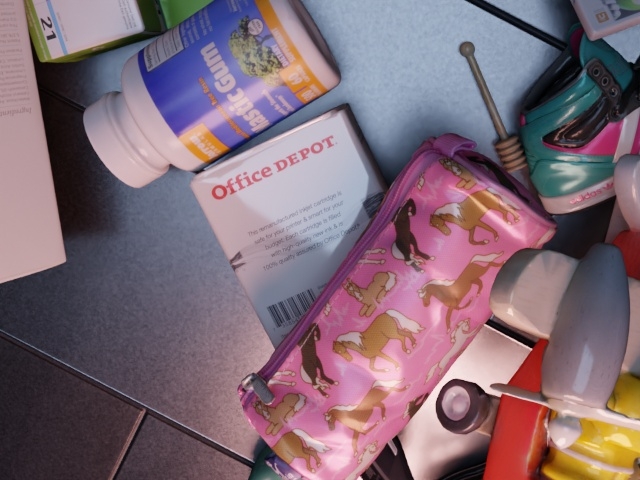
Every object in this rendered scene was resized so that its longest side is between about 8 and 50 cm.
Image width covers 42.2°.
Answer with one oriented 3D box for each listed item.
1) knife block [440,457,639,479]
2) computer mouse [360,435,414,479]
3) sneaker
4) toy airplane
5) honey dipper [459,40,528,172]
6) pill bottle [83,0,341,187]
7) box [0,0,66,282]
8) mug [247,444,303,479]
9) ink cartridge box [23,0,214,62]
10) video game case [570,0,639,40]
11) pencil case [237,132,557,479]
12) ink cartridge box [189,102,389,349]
[{"bbox_3d":[0.280,0.298,1.055,0.276,0.242,0.088,-35,102,-32],"label":"knife block"},{"bbox_3d":[0.087,0.307,1.065,0.060,0.184,0.262,-29,61,-23],"label":"computer mouse"},{"bbox_3d":[0.345,-0.170,0.908,0.295,0.124,0.178,-29,108,14],"label":"sneaker"},{"bbox_3d":[0.320,0.115,0.805,0.386,0.272,0.384,-23,128,-20],"label":"toy airplane"},{"bbox_3d":[0.201,-0.158,0.973,0.030,0.030,0.160,-22,96,11],"label":"honey dipper"},{"bbox_3d":[-0.127,-0.173,0.942,0.272,0.152,0.152,-31,98,13],"label":"pill bottle"},{"bbox_3d":[-0.444,-0.128,0.942,0.215,0.168,0.345,5,107,39],"label":"box"},{"bbox_3d":[-0.041,0.324,1.080,0.129,0.097,0.157,-28,99,12],"label":"mug"},{"bbox_3d":[-0.216,-0.329,0.944,0.255,0.097,0.188,-14,101,11],"label":"ink cartridge box"},{"bbox_3d":[0.339,-0.316,0.868,0.190,0.022,0.173,-20,75,1],"label":"video game case"},{"bbox_3d":[0.073,0.076,0.861,0.160,0.167,0.386,43,106,25],"label":"pencil case"},{"bbox_3d":[0.000,0.000,0.988,0.198,0.115,0.273,-24,100,11],"label":"ink cartridge box"}]
